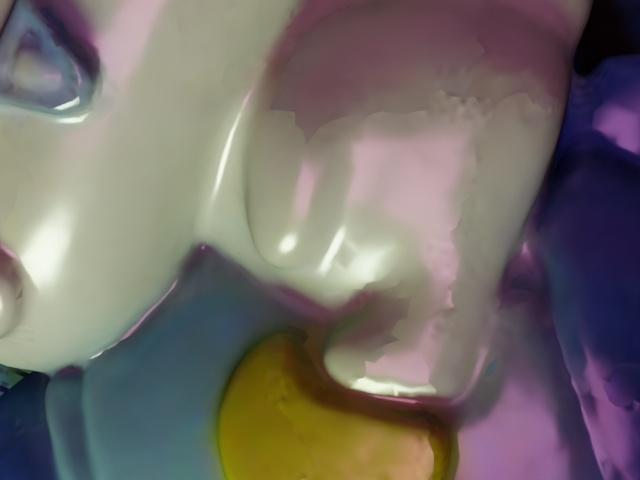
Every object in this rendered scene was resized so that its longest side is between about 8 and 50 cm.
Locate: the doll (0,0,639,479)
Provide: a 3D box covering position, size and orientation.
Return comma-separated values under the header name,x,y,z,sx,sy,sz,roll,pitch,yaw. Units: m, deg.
name,x,y,z,sx,sy,sz,roll,pitch,yaw
doll,-0.003,0.004,0.511,0.366,0.187,0.376,41,127,-3
